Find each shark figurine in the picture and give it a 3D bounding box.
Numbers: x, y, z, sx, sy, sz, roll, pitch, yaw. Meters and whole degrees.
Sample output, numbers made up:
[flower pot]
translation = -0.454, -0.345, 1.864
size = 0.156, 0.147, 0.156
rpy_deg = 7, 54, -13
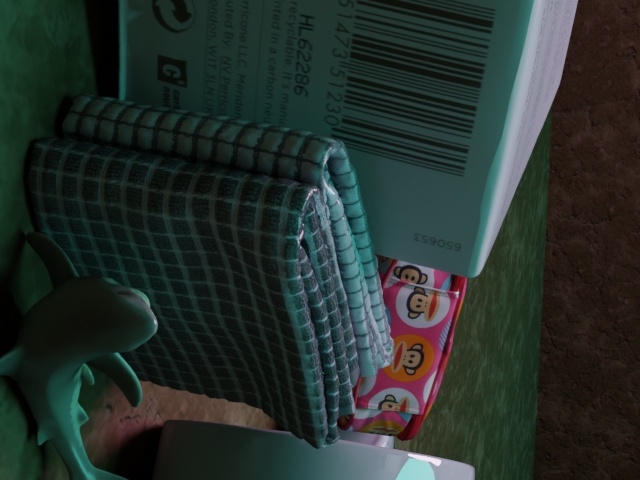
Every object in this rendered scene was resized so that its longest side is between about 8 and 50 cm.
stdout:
[shark figurine]
translation = -0.206, 0.114, 0.900
size = 0.116, 0.166, 0.278
rpy_deg = -30, 148, -37

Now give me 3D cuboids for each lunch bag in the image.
[lunch bag]
translation = 0.084, 0.083, 1.569
size = 0.258, 0.120, 0.293
rpy_deg = -116, -141, -67

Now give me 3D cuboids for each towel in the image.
[towel]
translation = -0.083, 0.031, 0.974
size = 0.283, 0.235, 0.121
rpy_deg = 77, 30, -45

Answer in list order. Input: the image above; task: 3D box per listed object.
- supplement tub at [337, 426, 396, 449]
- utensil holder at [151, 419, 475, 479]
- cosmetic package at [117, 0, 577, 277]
[supplement tub]
translation = 0.050, 0.315, 1.674
size = 0.190, 0.117, 0.117
rpy_deg = 79, 25, -43
[utensil holder]
translation = -0.027, 0.378, 1.132
size = 0.327, 0.327, 0.385
rpy_deg = 40, 58, -69
[cosmetic package]
translation = 0.051, -0.232, 1.067
size = 0.393, 0.327, 0.329
rpy_deg = -57, 158, -54
